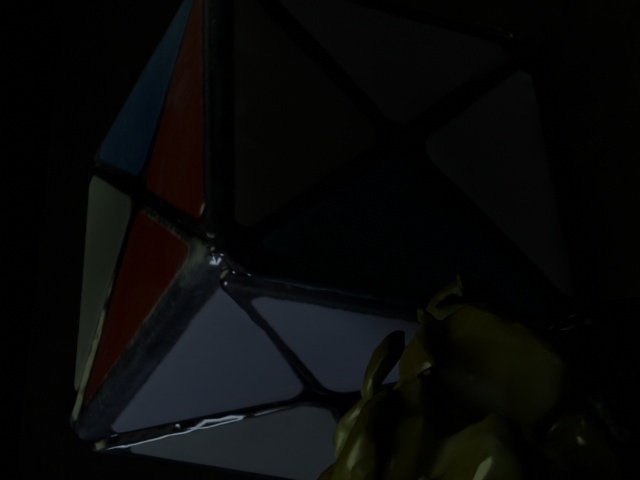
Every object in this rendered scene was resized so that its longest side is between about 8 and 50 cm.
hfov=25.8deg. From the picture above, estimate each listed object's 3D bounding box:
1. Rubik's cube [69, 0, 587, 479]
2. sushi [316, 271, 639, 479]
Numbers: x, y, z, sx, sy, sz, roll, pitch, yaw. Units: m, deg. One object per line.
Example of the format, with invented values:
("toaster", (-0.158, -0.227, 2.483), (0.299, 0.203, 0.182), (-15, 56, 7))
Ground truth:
("Rubik's cube", (0.000, 0.000, 1.103), (0.305, 0.310, 0.307), (-51, 34, 44))
("sushi", (0.098, 0.212, 0.780), (0.328, 0.285, 0.328), (-101, 30, -43))
